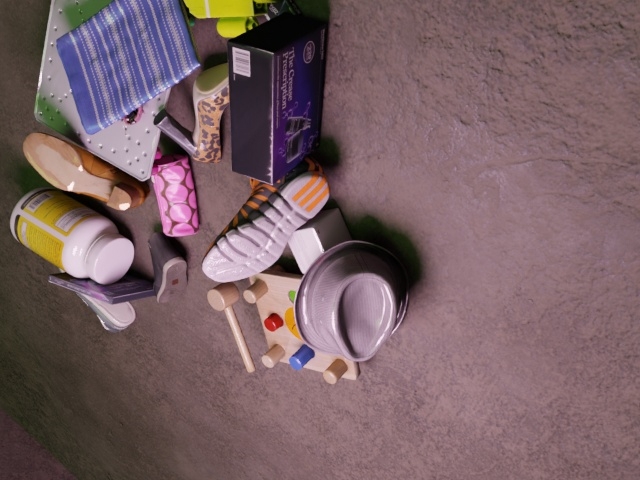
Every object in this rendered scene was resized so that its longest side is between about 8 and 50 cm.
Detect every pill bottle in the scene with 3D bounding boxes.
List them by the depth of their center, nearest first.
[{"bbox_3d":[-0.695,-0.008,1.911,0.334,0.188,0.188,27,129,24],"label":"pill bottle"}]

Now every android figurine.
[{"bbox_3d":[-0.182,-0.513,1.291,0.273,0.056,0.248,11,117,38],"label":"android figurine"}]

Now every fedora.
[{"bbox_3d":[0.074,0.142,1.358,0.244,0.124,0.275,5,110,-14],"label":"fedora"}]

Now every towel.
[{"bbox_3d":[-0.413,-0.396,1.425,0.336,0.040,0.243,-24,80,26],"label":"towel"}]

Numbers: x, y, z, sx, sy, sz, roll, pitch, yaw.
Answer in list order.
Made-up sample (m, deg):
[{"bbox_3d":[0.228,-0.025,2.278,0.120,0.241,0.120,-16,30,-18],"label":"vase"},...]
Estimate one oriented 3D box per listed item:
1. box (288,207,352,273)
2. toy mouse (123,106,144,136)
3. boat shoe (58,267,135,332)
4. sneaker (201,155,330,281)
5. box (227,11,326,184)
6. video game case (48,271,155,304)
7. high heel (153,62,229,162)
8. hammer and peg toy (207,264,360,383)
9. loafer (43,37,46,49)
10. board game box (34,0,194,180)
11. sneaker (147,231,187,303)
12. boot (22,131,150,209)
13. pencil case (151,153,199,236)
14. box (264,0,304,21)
[{"bbox_3d":[0.000,0.000,1.430,0.087,0.101,0.102,-11,110,41],"label":"box"},{"bbox_3d":[-0.408,-0.311,1.472,0.143,0.031,0.161,-7,96,31],"label":"toy mouse"},{"bbox_3d":[-0.703,0.153,2.066,0.319,0.116,0.099,47,131,-1],"label":"boat shoe"},{"bbox_3d":[-0.127,-0.060,1.413,0.124,0.321,0.180,45,-171,-40],"label":"sneaker"},{"bbox_3d":[-0.079,-0.265,1.265,0.103,0.184,0.261,20,131,20],"label":"box"},{"bbox_3d":[-0.601,0.123,1.914,0.274,0.196,0.026,14,103,32],"label":"video game case"},{"bbox_3d":[-0.207,-0.276,1.475,0.261,0.093,0.186,-31,139,19],"label":"high heel"},{"bbox_3d":[-0.079,0.190,1.589,0.361,0.127,0.265,6,120,36],"label":"hammer and peg toy"},{"bbox_3d":[-0.640,-0.471,1.686,0.148,0.056,0.050,32,137,20],"label":"loafer"},{"bbox_3d":[-0.481,-0.389,1.546,0.390,0.050,0.389,29,113,22],"label":"board game box"},{"bbox_3d":[-0.420,0.074,1.836,0.118,0.083,0.222,56,145,23],"label":"sneaker"},{"bbox_3d":[-0.567,-0.170,1.669,0.295,0.211,0.104,33,98,-11],"label":"boot"},{"bbox_3d":[-0.357,-0.106,1.650,0.095,0.098,0.209,19,126,42],"label":"pencil case"},{"bbox_3d":[-0.071,-0.429,1.290,0.067,0.018,0.083,-30,95,44],"label":"box"}]
